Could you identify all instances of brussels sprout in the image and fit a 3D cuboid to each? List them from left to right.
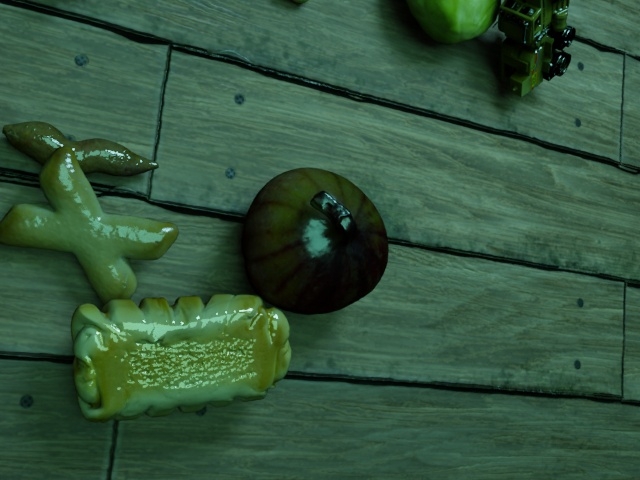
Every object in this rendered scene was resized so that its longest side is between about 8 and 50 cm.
[{"bbox_3d":[0.244,-0.460,1.240,0.223,0.161,0.223,1,88,-32],"label":"brussels sprout"}]

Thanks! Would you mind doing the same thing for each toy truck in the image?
[{"bbox_3d":[0.381,-0.393,1.254,0.127,0.257,0.127,-42,58,-20],"label":"toy truck"}]

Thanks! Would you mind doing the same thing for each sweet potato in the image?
[{"bbox_3d":[-0.344,-0.122,0.996,0.218,0.051,0.065,14,94,-24],"label":"sweet potato"}]

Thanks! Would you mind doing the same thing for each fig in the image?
[{"bbox_3d":[-0.007,0.005,1.065,0.235,0.214,0.235,-15,112,-41],"label":"fig"}]

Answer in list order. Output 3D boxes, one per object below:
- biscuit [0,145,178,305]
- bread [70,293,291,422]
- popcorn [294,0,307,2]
[{"bbox_3d":[-0.325,-0.011,0.972,0.208,0.047,0.164,37,91,-18],"label":"biscuit"},{"bbox_3d":[-0.196,0.163,0.996,0.311,0.121,0.173,-1,96,-23],"label":"bread"},{"bbox_3d":[-0.040,-0.436,1.164,0.083,0.068,0.060,15,34,0],"label":"popcorn"}]
